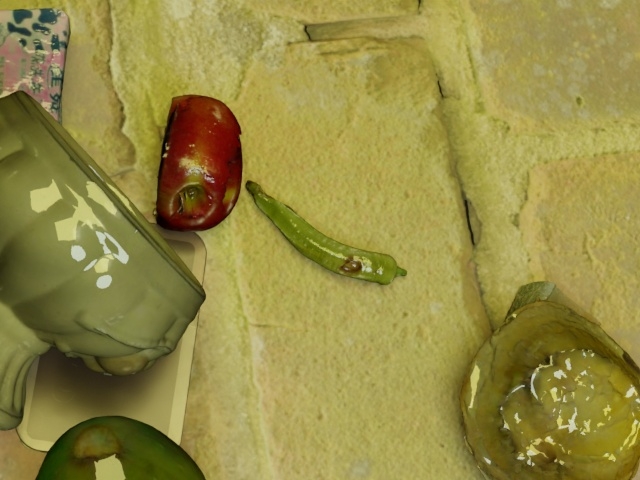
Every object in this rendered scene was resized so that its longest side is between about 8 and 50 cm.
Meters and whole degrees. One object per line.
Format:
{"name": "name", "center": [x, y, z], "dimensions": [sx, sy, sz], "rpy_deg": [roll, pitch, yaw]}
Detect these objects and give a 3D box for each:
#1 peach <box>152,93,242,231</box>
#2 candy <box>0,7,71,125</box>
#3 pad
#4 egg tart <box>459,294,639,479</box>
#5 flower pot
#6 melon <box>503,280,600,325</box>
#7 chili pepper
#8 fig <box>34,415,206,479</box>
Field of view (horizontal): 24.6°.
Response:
{"name": "peach", "center": [-0.128, -0.087, 1.601], "dimensions": [0.092, 0.127, 0.172], "rpy_deg": [9, 47, -1]}
{"name": "candy", "center": [-0.323, -0.172, 1.594], "dimensions": [0.092, 0.073, 0.160], "rpy_deg": [4, 73, -9]}
{"name": "pad", "center": [-0.221, 0.103, 1.570], "dimensions": [0.176, 0.002, 0.266], "rpy_deg": [9, 72, -9]}
{"name": "egg tart", "center": [0.267, 0.184, 1.575], "dimensions": [0.231, 0.098, 0.252], "rpy_deg": [-17, 94, -21]}
{"name": "flower pot", "center": [-0.286, 0.034, 1.440], "dimensions": [0.244, 0.307, 0.307], "rpy_deg": [-41, 85, -1]}
{"name": "melon", "center": [0.236, 0.141, 1.639], "dimensions": [0.098, 0.054, 0.182], "rpy_deg": [38, 70, -15]}
{"name": "chili pepper", "center": [0.000, 0.001, 1.627], "dimensions": [0.208, 0.043, 0.049], "rpy_deg": [29, 83, -2]}
{"name": "fig", "center": [-0.198, 0.259, 1.444], "dimensions": [0.181, 0.191, 0.181], "rpy_deg": [-8, 45, 8]}
